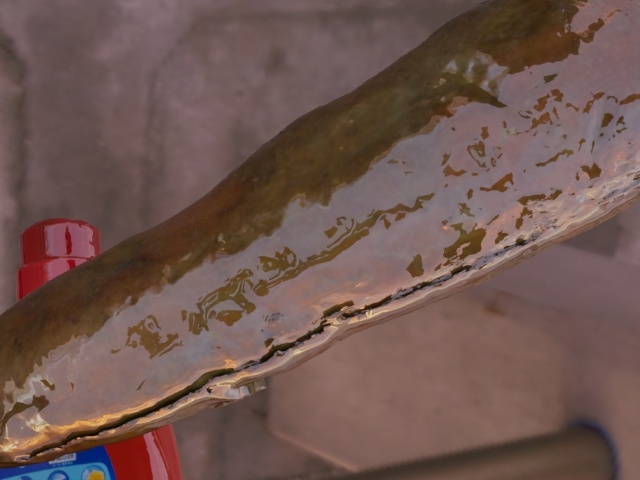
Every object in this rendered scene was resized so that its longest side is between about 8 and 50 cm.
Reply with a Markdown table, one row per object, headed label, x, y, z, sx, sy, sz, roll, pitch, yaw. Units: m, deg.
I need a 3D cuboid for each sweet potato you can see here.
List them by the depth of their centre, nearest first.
| label | x | y | z | sx | sy | sz | roll | pitch | yaw |
| --- | --- | --- | --- | --- | --- | --- | --- | --- | --- |
| sweet potato | 0.000 | 0.000 | 0.545 | 0.273 | 0.075 | 0.075 | -30 | 120 | 0 |

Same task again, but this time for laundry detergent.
| label | x | y | z | sx | sy | sz | roll | pitch | yaw |
| --- | --- | --- | --- | --- | --- | --- | --- | --- | --- |
| laundry detergent | -0.091 | 0.074 | 0.638 | 0.049 | 0.097 | 0.165 | 31 | 50 | -59 |
